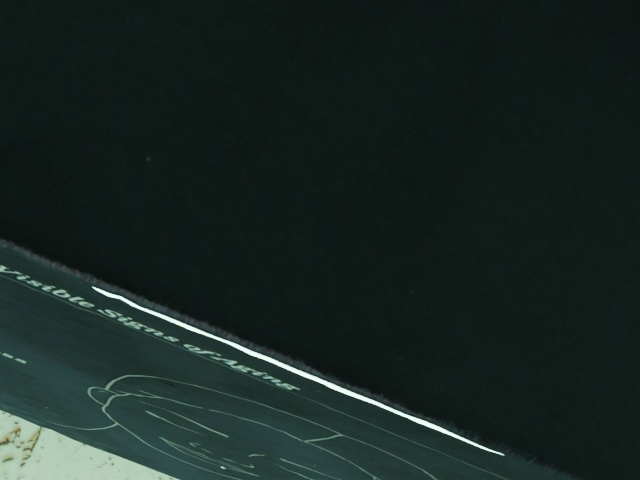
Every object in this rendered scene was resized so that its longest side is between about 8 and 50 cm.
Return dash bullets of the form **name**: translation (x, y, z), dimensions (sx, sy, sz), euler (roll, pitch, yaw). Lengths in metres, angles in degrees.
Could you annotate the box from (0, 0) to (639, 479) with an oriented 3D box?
- **box**: translation (-0.067, -0.046, 0.910), dimensions (0.480, 0.297, 0.472), euler (23, 165, -15)
